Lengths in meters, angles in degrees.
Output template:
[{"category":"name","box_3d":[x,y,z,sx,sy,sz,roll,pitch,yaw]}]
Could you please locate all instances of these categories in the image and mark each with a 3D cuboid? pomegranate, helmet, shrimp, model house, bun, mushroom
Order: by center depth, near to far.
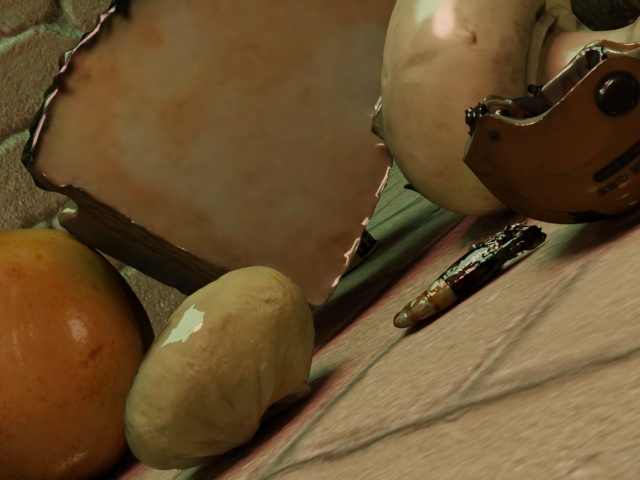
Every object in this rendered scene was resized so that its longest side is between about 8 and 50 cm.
[{"category":"helmet","box_3d":[0.227,-0.088,0.974,0.224,0.130,0.198,-25,10,13]},{"category":"shrimp","box_3d":[0.132,0.026,1.116,0.161,0.034,0.091,-35,3,16]},{"category":"bun","box_3d":[-0.081,0.131,1.146,0.222,0.127,0.222,-51,-18,-23]},{"category":"mushroom","box_3d":[0.189,-0.184,1.305,0.315,0.315,0.356,-37,3,-13]},{"category":"pomegranate","box_3d":[-0.399,0.182,1.551,0.417,0.416,0.416,-36,4,3]},{"category":"model house","box_3d":[-0.116,-0.147,1.557,0.400,0.395,0.445,129,165,-76]}]

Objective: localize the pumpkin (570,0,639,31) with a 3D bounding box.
[{"category":"pumpkin","box_3d":[0.488,-0.415,1.692,0.328,0.257,0.291,-41,-12,30]}]

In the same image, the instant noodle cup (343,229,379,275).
[{"category":"instant noodle cup","box_3d":[0.000,0.000,1.922,0.151,0.122,0.151,-37,4,3]}]

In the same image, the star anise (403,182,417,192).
[{"category":"star anise","box_3d":[0.238,-0.152,1.843,0.236,0.109,0.223,-53,-12,25]}]
